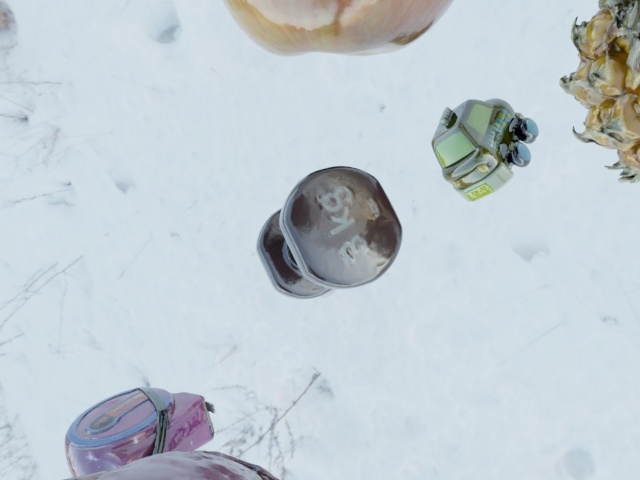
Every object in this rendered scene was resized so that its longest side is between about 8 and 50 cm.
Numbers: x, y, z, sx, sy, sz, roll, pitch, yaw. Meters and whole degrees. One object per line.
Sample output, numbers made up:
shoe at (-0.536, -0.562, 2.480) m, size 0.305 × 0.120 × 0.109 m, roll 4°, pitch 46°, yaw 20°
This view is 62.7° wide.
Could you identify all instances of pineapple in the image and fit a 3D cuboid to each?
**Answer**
pineapple at (0.327, -0.198, 0.569) m, size 0.209 × 0.286 × 0.344 m, roll -18°, pitch 70°, yaw 52°

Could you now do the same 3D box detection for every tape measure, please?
tape measure at (-0.182, 0.199, 0.519) m, size 0.125 × 0.118 × 0.074 m, roll -3°, pitch 106°, yaw 35°

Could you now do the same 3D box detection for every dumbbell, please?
dumbbell at (0.000, 0.000, 0.658) m, size 0.124 × 0.225 × 0.140 m, roll -25°, pitch 87°, yaw -18°

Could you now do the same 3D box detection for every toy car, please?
toy car at (0.358, -0.236, 1.221) m, size 0.198 × 0.248 × 0.204 m, roll 39°, pitch 148°, yaw -15°

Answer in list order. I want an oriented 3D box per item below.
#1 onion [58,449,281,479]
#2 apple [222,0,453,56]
onion at (-0.076, 0.300, 0.276) m, size 0.286 × 0.347 × 0.347 m, roll 8°, pitch 104°, yaw 20°
apple at (0.029, -0.438, 0.747) m, size 0.392 × 0.391 × 0.346 m, roll 11°, pitch 118°, yaw 20°
